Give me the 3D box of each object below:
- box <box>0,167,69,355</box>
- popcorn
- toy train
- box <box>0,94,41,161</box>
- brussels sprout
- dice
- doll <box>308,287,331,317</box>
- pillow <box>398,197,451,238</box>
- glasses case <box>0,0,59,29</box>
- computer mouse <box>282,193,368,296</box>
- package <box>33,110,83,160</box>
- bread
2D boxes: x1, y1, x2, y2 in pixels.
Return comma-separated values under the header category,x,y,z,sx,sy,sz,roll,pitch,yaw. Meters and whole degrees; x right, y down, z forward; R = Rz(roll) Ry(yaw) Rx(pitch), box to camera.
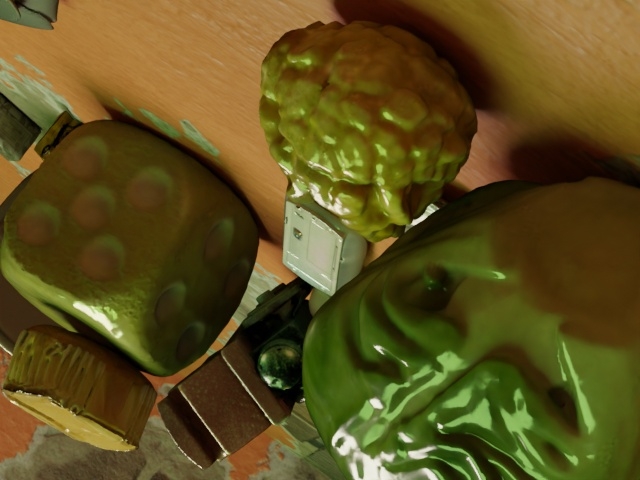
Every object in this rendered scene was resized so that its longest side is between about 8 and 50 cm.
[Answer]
category,x,y,z,sx,sy,sz,roll,pitch,yaw
box,-0.346,0.040,2.091,0.301,0.301,0.216,38,170,-12
popcorn,0.031,-0.086,1.103,0.170,0.180,0.180,-16,141,21
toy train,-0.072,0.158,1.842,0.150,0.221,0.304,53,-174,-1
box,-0.448,-0.162,2.107,0.045,0.062,0.098,11,151,49
brussels sprout,0.156,0.098,1.155,0.289,0.281,0.354,48,148,18
dice,-0.227,0.012,1.824,0.227,0.233,0.238,27,165,23
doll,0.122,0.156,1.745,0.252,0.111,0.237,32,-171,-48
pillow,0.120,0.009,1.413,0.131,0.038,0.232,21,161,36
glasses case,-0.293,-0.255,1.388,0.128,0.083,0.308,38,166,-10
computer mouse,0.001,-0.001,1.629,0.102,0.045,0.199,34,160,13
package,-0.309,-0.105,1.956,0.131,0.071,0.047,38,169,-20
bread,-0.286,0.174,1.798,0.132,0.114,0.190,5,159,42
